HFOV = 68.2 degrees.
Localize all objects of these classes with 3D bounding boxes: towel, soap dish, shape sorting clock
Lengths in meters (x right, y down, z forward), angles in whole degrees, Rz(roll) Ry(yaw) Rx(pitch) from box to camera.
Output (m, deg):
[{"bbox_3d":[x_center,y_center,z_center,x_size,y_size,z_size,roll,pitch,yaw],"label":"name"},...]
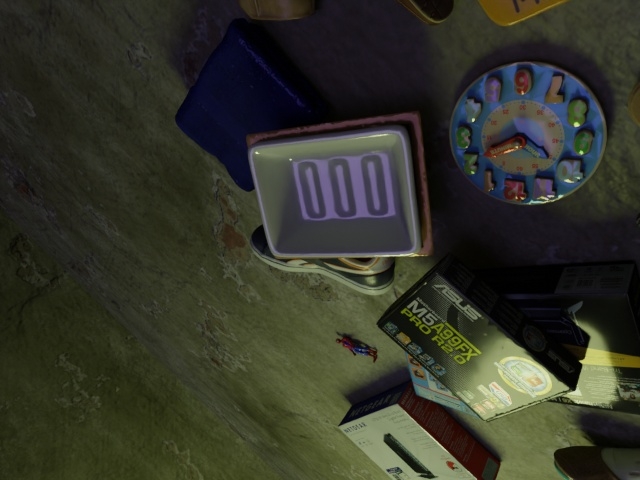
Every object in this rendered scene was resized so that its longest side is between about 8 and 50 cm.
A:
[{"bbox_3d":[-0.139,-0.247,0.913,0.227,0.076,0.308,45,142,-11],"label":"towel"},{"bbox_3d":[0.037,-0.085,0.786,0.291,0.118,0.228,-2,112,23],"label":"soap dish"},{"bbox_3d":[0.277,-0.141,0.654,0.206,0.040,0.206,24,137,24],"label":"shape sorting clock"}]

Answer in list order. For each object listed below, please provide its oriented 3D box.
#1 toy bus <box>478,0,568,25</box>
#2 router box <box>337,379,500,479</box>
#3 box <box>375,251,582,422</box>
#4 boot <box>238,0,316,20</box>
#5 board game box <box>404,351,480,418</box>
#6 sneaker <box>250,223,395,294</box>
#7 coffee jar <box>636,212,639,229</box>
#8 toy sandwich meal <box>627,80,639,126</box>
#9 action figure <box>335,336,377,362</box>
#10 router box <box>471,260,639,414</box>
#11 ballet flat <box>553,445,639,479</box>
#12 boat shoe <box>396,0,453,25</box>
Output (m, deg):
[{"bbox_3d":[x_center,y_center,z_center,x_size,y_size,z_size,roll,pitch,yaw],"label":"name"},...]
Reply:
[{"bbox_3d":[0.169,-0.395,0.468,0.130,0.108,0.332,-9,117,45],"label":"toy bus"},{"bbox_3d":[0.244,0.541,1.258,0.301,0.082,0.335,43,142,3],"label":"router box"},{"bbox_3d":[0.254,0.175,0.808,0.270,0.060,0.216,42,142,6],"label":"box"},{"bbox_3d":[-0.128,-0.470,0.685,0.236,0.089,0.269,19,136,30],"label":"boot"},{"bbox_3d":[0.269,0.285,1.039,0.160,0.039,0.211,10,132,39],"label":"board game box"},{"bbox_3d":[0.000,0.000,0.962,0.321,0.126,0.127,15,138,18],"label":"sneaker"},{"bbox_3d":[0.482,-0.027,0.541,0.184,0.079,0.096,25,136,25],"label":"coffee jar"},{"bbox_3d":[0.400,-0.161,0.538,0.086,0.029,0.085,29,142,25],"label":"toy sandwich meal"},{"bbox_3d":[0.088,0.275,1.204,0.115,0.030,0.038,20,140,30],"label":"action figure"},{"bbox_3d":[0.378,0.162,0.800,0.309,0.081,0.242,-7,119,45],"label":"router box"},{"bbox_3d":[0.610,0.453,0.847,0.342,0.116,0.124,30,119,18],"label":"ballet flat"},{"bbox_3d":[0.103,-0.351,0.614,0.178,0.064,0.060,48,172,-2],"label":"boat shoe"}]
